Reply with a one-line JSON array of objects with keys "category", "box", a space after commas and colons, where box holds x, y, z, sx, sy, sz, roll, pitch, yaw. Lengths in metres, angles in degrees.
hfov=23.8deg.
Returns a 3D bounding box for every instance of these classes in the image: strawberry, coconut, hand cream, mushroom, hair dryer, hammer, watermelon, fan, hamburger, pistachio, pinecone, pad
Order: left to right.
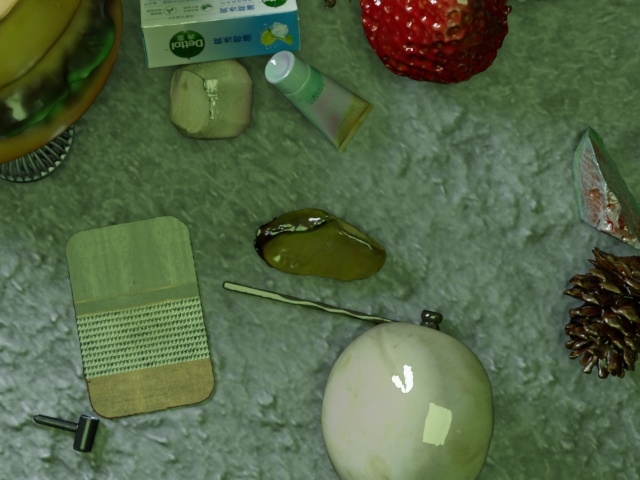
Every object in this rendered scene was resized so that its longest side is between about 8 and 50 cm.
[{"category": "hamburger", "box": [-0.419, -0.279, 1.788, 0.395, 0.277, 0.396, -4, 65, 9]}, {"category": "fan", "box": [-0.437, -0.144, 1.928, 0.244, 0.074, 0.130, 4, 81, 2]}, {"category": "hair dryer", "box": [-0.332, 0.243, 1.966, 0.083, 0.026, 0.047, 15, 90, -1]}, {"category": "pad", "box": [-0.310, 0.114, 1.948, 0.323, 0.055, 0.250, -11, 93, -21]}, {"category": "coconut", "box": [-0.139, -0.189, 1.924, 0.110, 0.110, 0.125, -1, 94, -4]}, {"category": "hand cream", "box": [-0.001, -0.181, 1.931, 0.076, 0.047, 0.174, -55, 136, 0]}, {"category": "pistachio", "box": [0.000, 0.000, 1.970, 0.172, 0.049, 0.090, 9, 116, -6]}, {"category": "hammer", "box": [0.014, 0.092, 1.988, 0.292, 0.029, 0.058, 13, 88, -3]}, {"category": "mushroom", "box": [0.118, 0.221, 1.917, 0.246, 0.202, 0.246, 2, 94, 39]}, {"category": "strawberry", "box": [0.154, -0.294, 1.875, 0.205, 0.244, 0.205, 0, 90, -6]}, {"category": "watermelon", "box": [0.375, -0.058, 1.980, 0.081, 0.094, 0.180, -29, 78, 0]}, {"category": "pinecone", "box": [0.384, 0.097, 1.947, 0.173, 0.173, 0.174, 0, 92, -4]}]

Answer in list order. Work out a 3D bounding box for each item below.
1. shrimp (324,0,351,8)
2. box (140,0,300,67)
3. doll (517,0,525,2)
[{"category": "shrimp", "box": [-0.003, -0.422, 1.951, 0.150, 0.068, 0.249, -10, 83, 2]}, {"category": "box", "box": [-0.129, -0.296, 1.905, 0.194, 0.073, 0.139, -6, 48, -4]}, {"category": "doll", "box": [0.342, -0.419, 1.954, 0.293, 0.119, 0.138, -50, 134, -5]}]
